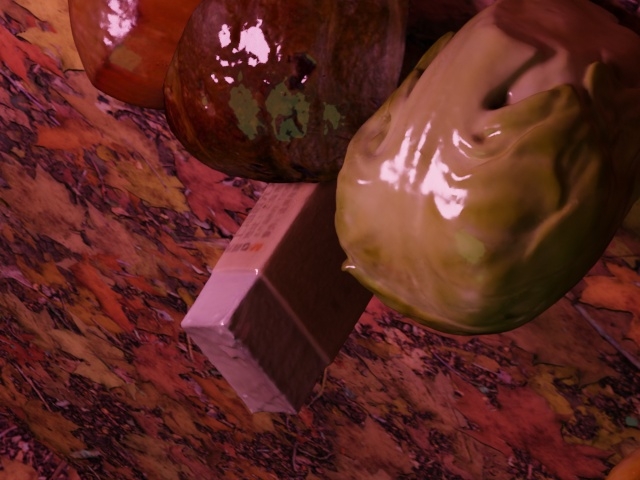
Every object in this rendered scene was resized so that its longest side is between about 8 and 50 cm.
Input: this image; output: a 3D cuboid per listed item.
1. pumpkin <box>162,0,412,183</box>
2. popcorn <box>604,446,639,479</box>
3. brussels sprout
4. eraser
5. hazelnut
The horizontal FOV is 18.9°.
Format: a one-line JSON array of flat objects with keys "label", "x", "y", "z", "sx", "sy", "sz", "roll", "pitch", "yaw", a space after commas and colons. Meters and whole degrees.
[{"label": "pumpkin", "x": -0.043, "y": -0.137, "z": 1.790, "sx": 0.148, "sy": 0.169, "sz": 0.312, "roll": 3, "pitch": 135, "yaw": -33}, {"label": "popcorn", "x": 0.464, "y": 0.359, "z": 2.087, "sx": 0.316, "sy": 0.281, "sz": 0.297, "roll": 61, "pitch": 174, "yaw": -16}, {"label": "brussels sprout", "x": 0.156, "y": -0.058, "z": 1.702, "sx": 0.247, "sy": 0.328, "sz": 0.328, "roll": 29, "pitch": 150, "yaw": 5}, {"label": "eraser", "x": 0.000, "y": 0.000, "z": 1.909, "sx": 0.078, "sy": 0.343, "sz": 0.144, "roll": -1, "pitch": 137, "yaw": 43}, {"label": "hazelnut", "x": -0.151, "y": -0.214, "z": 1.906, "sx": 0.210, "sy": 0.186, "sz": 0.210, "roll": 21, "pitch": 122, "yaw": 38}]
